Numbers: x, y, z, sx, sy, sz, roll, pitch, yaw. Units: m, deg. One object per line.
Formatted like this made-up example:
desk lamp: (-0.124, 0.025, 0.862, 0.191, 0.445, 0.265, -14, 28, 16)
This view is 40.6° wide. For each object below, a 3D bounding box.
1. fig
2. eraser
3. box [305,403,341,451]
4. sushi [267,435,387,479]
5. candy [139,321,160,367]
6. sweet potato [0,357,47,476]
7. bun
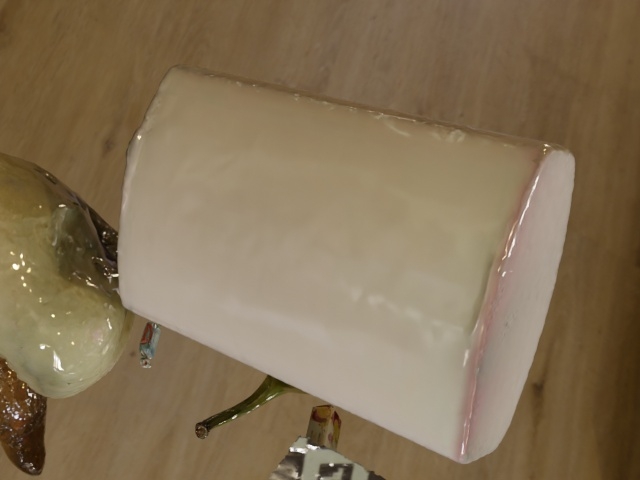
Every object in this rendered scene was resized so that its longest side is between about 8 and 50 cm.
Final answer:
fig: (-0.038, 0.146, 0.954, 0.236, 0.124, 0.124, -43, 96, 4)
eraser: (0.000, 0.000, 0.524, 0.094, 0.270, 0.174, -1, 106, -53)
box: (-0.005, 0.368, 1.410, 0.207, 0.041, 0.050, -76, 150, -43)
sushi: (0.009, 0.327, 0.790, 0.292, 0.059, 0.294, 31, 103, -24)
candy: (-0.221, 0.130, 1.126, 0.020, 0.030, 0.083, -6, 49, 15)
sweet potato: (-0.449, 0.202, 1.260, 0.092, 0.114, 0.342, -11, 101, -10)
bun: (-0.280, 0.020, 0.838, 0.168, 0.273, 0.273, -38, 92, -17)
